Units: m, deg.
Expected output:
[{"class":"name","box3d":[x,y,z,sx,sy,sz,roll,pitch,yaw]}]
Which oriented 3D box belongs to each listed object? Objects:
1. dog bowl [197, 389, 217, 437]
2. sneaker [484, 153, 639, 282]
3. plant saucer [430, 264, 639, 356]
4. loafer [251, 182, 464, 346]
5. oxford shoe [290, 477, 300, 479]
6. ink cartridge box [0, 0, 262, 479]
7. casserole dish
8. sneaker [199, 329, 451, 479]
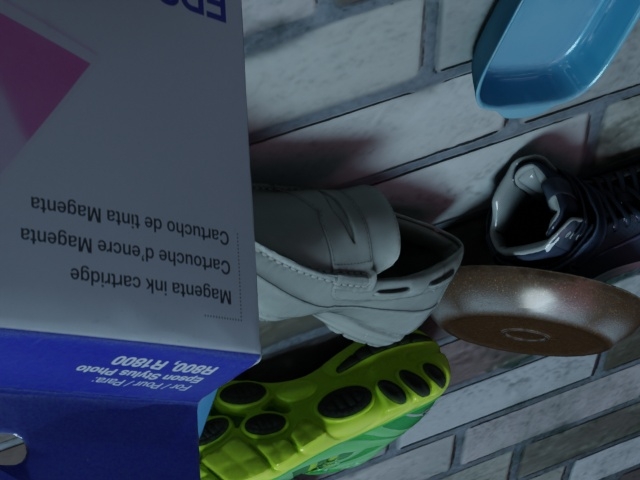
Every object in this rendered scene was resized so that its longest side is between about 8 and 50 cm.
[{"class":"dog bowl","box3d":[-0.140,0.074,1.097,0.074,0.166,0.297,-31,163,-25]},{"class":"sneaker","box3d":[0.239,-0.033,1.304,0.226,0.086,0.163,-30,152,8]},{"class":"plant saucer","box3d":[0.174,0.064,1.346,0.198,0.036,0.198,9,166,2]},{"class":"loafer","box3d":[0.000,0.000,1.164,0.111,0.112,0.319,-43,154,17]},{"class":"oxford shoe","box3d":[-0.180,0.341,1.463,0.449,0.130,0.169,-19,115,-19]},{"class":"ink cartridge box","box3d":[-0.166,-0.022,0.795,0.071,0.330,0.324,-18,162,41]},{"class":"casserole dish","box3d":[0.168,-0.160,1.109,0.114,0.037,0.188,-8,144,-28]},{"class":"sneaker","box3d":[-0.022,0.171,1.393,0.295,0.109,0.123,-16,144,-18]}]
